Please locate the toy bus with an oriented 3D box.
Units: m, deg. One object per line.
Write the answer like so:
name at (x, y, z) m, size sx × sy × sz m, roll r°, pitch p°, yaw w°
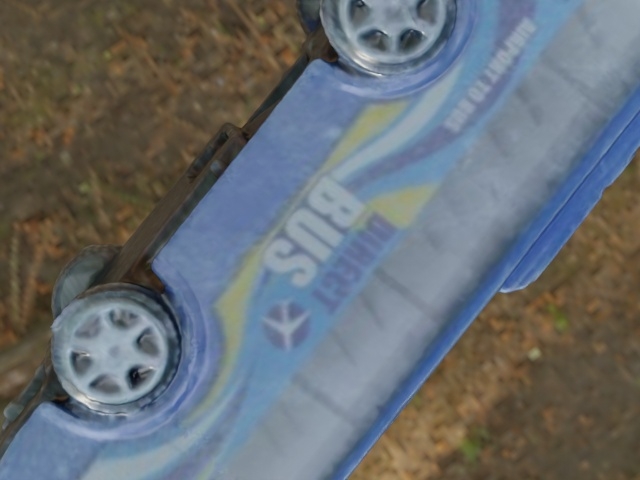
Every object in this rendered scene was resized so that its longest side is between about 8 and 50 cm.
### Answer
toy bus at (0.001, 0.001, 0.520) m, size 0.094 × 0.079 × 0.236 m, roll 38°, pitch 93°, yaw -10°
